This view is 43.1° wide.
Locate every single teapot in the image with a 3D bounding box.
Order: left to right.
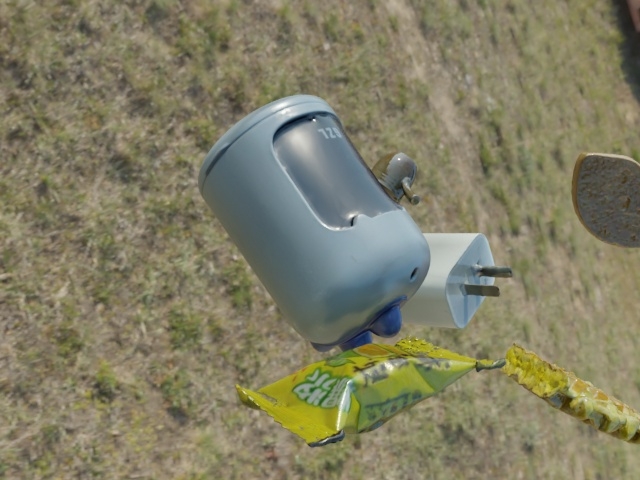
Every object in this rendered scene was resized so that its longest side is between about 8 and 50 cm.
[{"bbox_3d":[0.128,-0.086,1.261,0.080,0.110,0.085,-51,131,-4],"label":"teapot"}]

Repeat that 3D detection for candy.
[{"bbox_3d":[0.059,0.171,0.964,0.297,0.187,0.081,-10,101,-34],"label":"candy"}]

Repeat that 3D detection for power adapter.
[{"bbox_3d":[0.228,0.071,1.509,0.187,0.255,0.124,-46,124,-40],"label":"power adapter"}]

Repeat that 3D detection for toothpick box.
[{"bbox_3d":[0.000,0.000,1.175,0.355,0.263,0.263,54,27,18],"label":"toothpick box"}]

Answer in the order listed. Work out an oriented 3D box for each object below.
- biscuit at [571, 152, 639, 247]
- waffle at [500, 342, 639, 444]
[{"bbox_3d":[0.517,-0.065,1.404,0.220,0.142,0.029,38,14,-10],"label":"biscuit"},{"bbox_3d":[0.409,0.249,1.223,0.219,0.229,0.057,28,92,-13],"label":"waffle"}]
